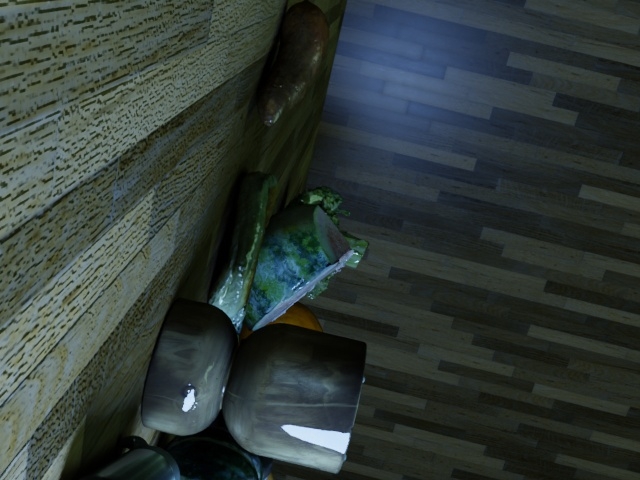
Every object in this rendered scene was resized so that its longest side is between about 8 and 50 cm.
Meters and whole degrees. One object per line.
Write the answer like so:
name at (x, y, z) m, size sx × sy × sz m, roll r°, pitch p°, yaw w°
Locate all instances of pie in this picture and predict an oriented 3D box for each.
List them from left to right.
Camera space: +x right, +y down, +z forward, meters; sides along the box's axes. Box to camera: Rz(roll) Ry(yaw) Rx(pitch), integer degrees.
pie at (-0.136, 0.014, 1.341) m, size 0.302 × 0.067 × 0.302 m, roll -166°, pitch -90°, yaw -89°

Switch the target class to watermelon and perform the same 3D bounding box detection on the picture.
watermelon at (-0.085, 0.076, 1.545) m, size 0.305 × 0.180 × 0.224 m, roll -42°, pitch -145°, yaw 31°

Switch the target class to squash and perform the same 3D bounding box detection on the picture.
squash at (-0.185, 0.412, 1.138) m, size 0.252 × 0.165 × 0.252 m, roll -165°, pitch -90°, yaw -88°

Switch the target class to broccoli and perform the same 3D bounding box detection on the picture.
broccoli at (-0.024, 0.003, 2.374) m, size 0.338 × 0.317 × 0.277 m, roll -12°, pitch 131°, yaw -50°

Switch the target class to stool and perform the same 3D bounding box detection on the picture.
stool at (-0.083, 0.193, 1.000) m, size 0.179 × 0.264 × 0.179 m, roll 14°, pitch 90°, yaw -90°

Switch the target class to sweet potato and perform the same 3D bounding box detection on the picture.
sweet potato at (-0.047, -0.302, 1.311) m, size 0.097 × 0.097 × 0.292 m, roll 102°, pitch 3°, yaw -62°

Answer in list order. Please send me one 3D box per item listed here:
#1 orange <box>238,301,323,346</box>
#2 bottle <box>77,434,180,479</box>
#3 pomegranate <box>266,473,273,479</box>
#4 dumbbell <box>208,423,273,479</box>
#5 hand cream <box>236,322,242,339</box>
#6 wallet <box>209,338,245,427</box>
orange at (-0.109, 0.274, 1.770) m, size 0.284 × 0.226 × 0.284 m, roll 21°, pitch 90°, yaw -81°
bottle at (-0.201, 0.255, 0.765) m, size 0.254 × 0.079 × 0.096 m, roll 89°, pitch -24°, yaw -82°
pomegranate at (-0.205, 0.601, 1.774) m, size 0.209 × 0.209 × 0.209 m, roll 14°, pitch 90°, yaw -89°
dumbbell at (-0.205, 0.526, 1.383) m, size 0.179 × 0.179 × 0.406 m, roll -72°, pitch 177°, yaw -79°
hand cream at (-0.200, 0.234, 1.512) m, size 0.095 × 0.046 × 0.175 m, roll 116°, pitch -6°, yaw -72°
wallet at (-0.174, 0.367, 1.570) m, size 0.377 × 0.051 × 0.197 m, roll 115°, pitch -31°, yaw -48°
